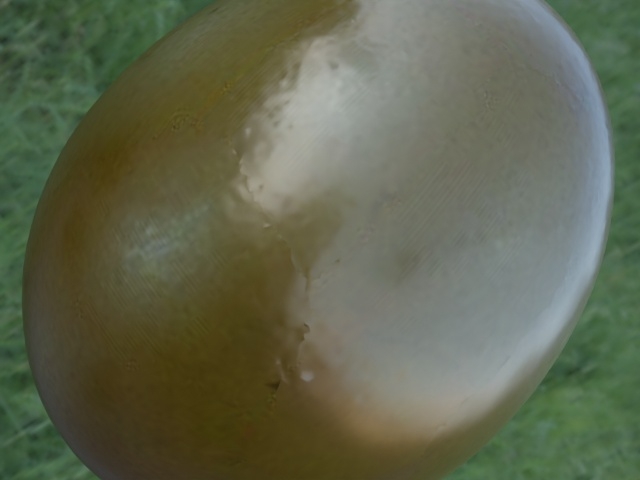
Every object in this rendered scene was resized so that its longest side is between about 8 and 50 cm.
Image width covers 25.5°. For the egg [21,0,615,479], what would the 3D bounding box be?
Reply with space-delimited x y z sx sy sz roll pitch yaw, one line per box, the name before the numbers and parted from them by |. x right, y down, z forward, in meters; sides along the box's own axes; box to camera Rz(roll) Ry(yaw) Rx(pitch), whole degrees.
egg | 0.000 0.000 0.773 0.282 0.351 0.282 42 3 -3
